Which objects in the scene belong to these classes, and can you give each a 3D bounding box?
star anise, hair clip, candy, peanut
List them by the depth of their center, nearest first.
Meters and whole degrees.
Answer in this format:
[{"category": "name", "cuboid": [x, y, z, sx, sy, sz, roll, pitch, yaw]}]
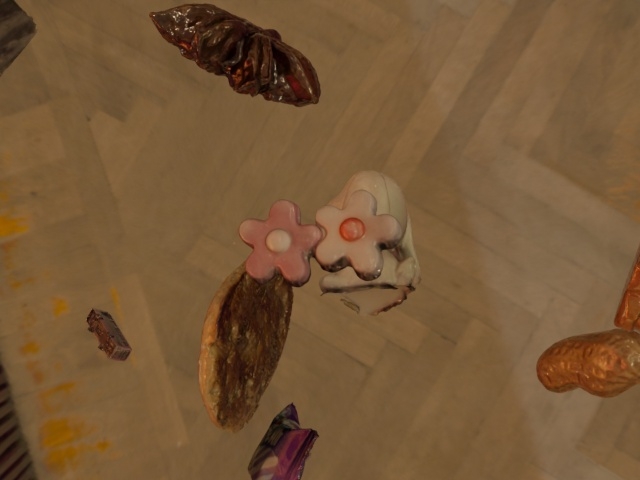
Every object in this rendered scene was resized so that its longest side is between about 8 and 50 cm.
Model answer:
[{"category": "hair clip", "cuboid": [-0.002, -0.001, 1.505, 0.257, 0.075, 0.146, -4, 81, 4]}, {"category": "candy", "cuboid": [-0.065, 0.343, 1.554, 0.070, 0.275, 0.145, 36, 85, -10]}, {"category": "peanut", "cuboid": [0.442, 0.203, 1.567, 0.095, 0.226, 0.108, 7, 76, -36]}, {"category": "star anise", "cuboid": [-0.131, -0.307, 1.575, 0.315, 0.315, 0.108, 23, 103, -5]}]

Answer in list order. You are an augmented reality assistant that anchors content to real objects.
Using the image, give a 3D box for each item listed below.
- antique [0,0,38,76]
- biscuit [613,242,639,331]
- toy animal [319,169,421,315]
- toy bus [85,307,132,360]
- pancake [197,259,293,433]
[{"category": "antique", "cuboid": [-0.268, -0.160, 0.618, 0.086, 0.183, 0.088, 34, 81, 18]}, {"category": "biscuit", "cuboid": [0.376, -0.046, 1.003, 0.051, 0.376, 0.269, 19, 110, 17]}, {"category": "toy animal", "cuboid": [0.098, 0.003, 1.881, 0.174, 0.249, 0.289, -14, 87, 21]}, {"category": "toy bus", "cuboid": [-0.406, 0.180, 1.845, 0.052, 0.131, 0.037, 19, 108, -42]}, {"category": "pancake", "cuboid": [-0.135, 0.190, 1.788, 0.065, 0.356, 0.355, 7, 89, 19]}]
